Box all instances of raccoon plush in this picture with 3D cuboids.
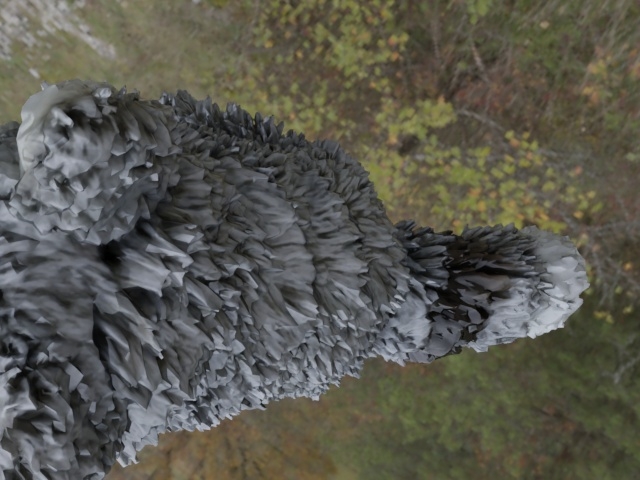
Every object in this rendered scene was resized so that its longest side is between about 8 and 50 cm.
[{"bbox_3d":[0.000,0.000,0.487,0.299,0.446,0.216,-177,77,-74],"label":"raccoon plush"}]
